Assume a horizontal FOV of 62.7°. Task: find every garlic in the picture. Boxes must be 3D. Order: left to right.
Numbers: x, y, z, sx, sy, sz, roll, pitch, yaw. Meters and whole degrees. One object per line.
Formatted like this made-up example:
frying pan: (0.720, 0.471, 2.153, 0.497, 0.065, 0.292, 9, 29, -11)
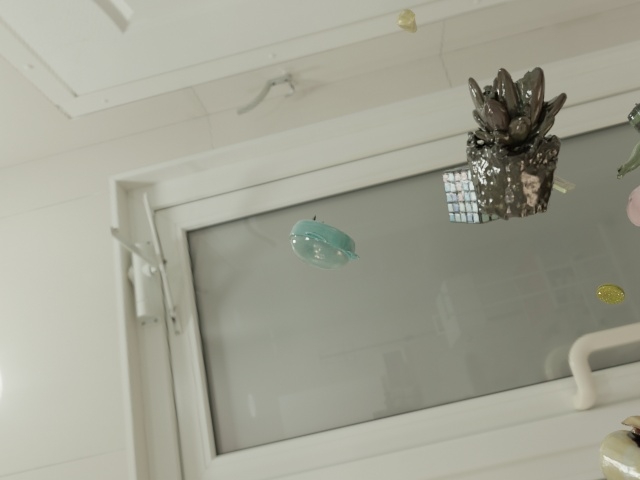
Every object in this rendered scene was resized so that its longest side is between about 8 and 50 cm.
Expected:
garlic: (0.217, -0.547, 1.307, 0.041, 0.053, 0.083, -63, -18, 5)

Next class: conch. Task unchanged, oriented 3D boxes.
conch: (0.652, 0.433, 0.994, 0.255, 0.127, 0.159, 178, 114, -77)

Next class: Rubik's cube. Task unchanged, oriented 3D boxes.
Rubik's cube: (0.539, -0.164, 1.744, 0.182, 0.184, 0.187, -167, 66, -70)

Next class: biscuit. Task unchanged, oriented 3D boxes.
biscuit: (0.954, 0.175, 1.725, 0.023, 0.083, 0.084, -55, -35, -34)

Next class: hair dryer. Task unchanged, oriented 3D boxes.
hair dryer: (0.874, -0.225, 1.320, 0.088, 0.218, 0.225, 80, -150, -71)

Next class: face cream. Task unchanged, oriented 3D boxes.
face cream: (0.642, -0.103, 0.951, 0.057, 0.198, 0.084, 40, 155, 46)

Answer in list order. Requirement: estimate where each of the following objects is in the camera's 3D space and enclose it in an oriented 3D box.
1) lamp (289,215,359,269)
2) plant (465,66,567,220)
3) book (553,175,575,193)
lamp: (-0.006, 0.011, 1.660, 0.209, 0.147, 0.284, 30, -177, -22)
plant: (0.408, -0.212, 1.139, 0.181, 0.193, 0.321, 28, 131, 61)
book: (0.789, -0.238, 1.882, 0.162, 0.231, 0.022, -19, -44, -52)
